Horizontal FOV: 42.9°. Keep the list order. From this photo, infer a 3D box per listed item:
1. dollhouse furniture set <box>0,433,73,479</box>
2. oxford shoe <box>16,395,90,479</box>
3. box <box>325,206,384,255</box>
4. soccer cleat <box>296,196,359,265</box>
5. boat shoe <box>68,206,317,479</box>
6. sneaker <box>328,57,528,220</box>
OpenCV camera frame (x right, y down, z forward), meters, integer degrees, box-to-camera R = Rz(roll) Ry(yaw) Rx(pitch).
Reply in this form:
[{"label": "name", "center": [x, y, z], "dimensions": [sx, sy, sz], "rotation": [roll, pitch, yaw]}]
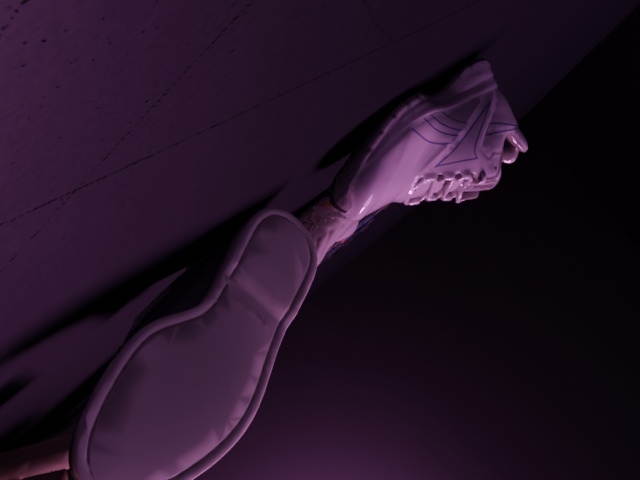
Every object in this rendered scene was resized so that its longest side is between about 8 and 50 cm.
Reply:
[{"label": "dollhouse furniture set", "center": [-0.285, 0.366, 0.660], "dimensions": [0.256, 0.362, 0.394], "rotation": [-14, -179, -13]}, {"label": "oxford shoe", "center": [-0.256, 0.262, 0.960], "dimensions": [0.449, 0.169, 0.130], "rotation": [-46, 175, 7]}, {"label": "box", "center": [0.000, 0.000, 1.182], "dimensions": [0.220, 0.051, 0.175], "rotation": [-37, 174, -33]}, {"label": "soccer cleat", "center": [-0.006, -0.014, 0.989], "dimensions": [0.196, 0.068, 0.076], "rotation": [-35, 158, -56]}, {"label": "boat shoe", "center": [-0.107, 0.095, 0.688], "dimensions": [0.099, 0.116, 0.319], "rotation": [-30, -161, 43]}, {"label": "sneaker", "center": [0.129, -0.094, 0.869], "dimensions": [0.297, 0.129, 0.111], "rotation": [-35, 175, -36]}]
